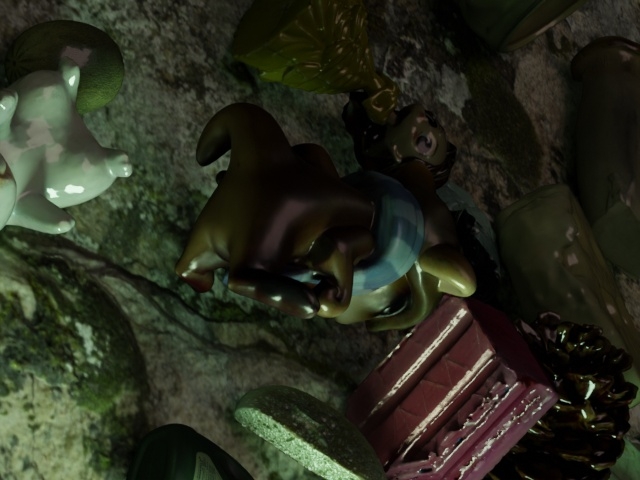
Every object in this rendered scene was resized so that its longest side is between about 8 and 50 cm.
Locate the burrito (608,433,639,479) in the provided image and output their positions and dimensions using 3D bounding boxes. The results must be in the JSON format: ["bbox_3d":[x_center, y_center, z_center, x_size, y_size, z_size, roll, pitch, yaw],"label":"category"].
[{"bbox_3d":[0.398,0.323,2.192,0.229,0.089,0.144,12,71,-46],"label":"burrito"}]

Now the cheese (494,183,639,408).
[{"bbox_3d":[0.342,0.083,2.155,0.318,0.115,0.326,40,28,-60],"label":"cheese"}]

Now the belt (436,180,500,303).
[{"bbox_3d":[0.161,0.015,2.051,0.151,0.078,0.198,34,40,-25],"label":"belt"}]

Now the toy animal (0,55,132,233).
[{"bbox_3d":[-0.299,-0.054,1.452,0.282,0.138,0.141,-39,107,-53],"label":"toy animal"}]

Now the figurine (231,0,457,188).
[{"bbox_3d":[0.054,-0.181,1.957,0.315,0.168,0.187,46,13,-24],"label":"figurine"}]

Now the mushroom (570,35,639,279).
[{"bbox_3d":[0.459,-0.139,2.496,0.154,0.137,0.407,17,54,-33],"label":"mushroom"}]

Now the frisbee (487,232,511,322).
[{"bbox_3d":[0.223,0.053,2.182,0.211,0.012,0.187,47,38,-24],"label":"frisbee"}]

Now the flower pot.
[{"bbox_3d":[0.299,-0.451,2.347,0.244,0.307,0.307,51,34,7],"label":"flower pot"}]

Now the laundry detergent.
[{"bbox_3d":[-0.092,0.280,1.582,0.221,0.078,0.144,39,40,-33],"label":"laundry detergent"}]

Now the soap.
[{"bbox_3d":[0.126,0.190,1.794,0.099,0.250,0.162,23,27,-44],"label":"soap"}]

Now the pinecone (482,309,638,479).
[{"bbox_3d":[0.268,0.213,1.937,0.224,0.272,0.224,20,37,-16],"label":"pinecone"}]

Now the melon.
[{"bbox_3d":[-0.256,-0.173,1.613,0.130,0.098,0.098,-10,79,-48],"label":"melon"}]

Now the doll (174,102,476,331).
[{"bbox_3d":[-0.003,0.003,1.723,0.339,0.209,0.318,13,31,-41],"label":"doll"}]

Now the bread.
[{"bbox_3d":[0.001,0.205,1.735,0.193,0.036,0.112,35,24,-7],"label":"bread"}]
